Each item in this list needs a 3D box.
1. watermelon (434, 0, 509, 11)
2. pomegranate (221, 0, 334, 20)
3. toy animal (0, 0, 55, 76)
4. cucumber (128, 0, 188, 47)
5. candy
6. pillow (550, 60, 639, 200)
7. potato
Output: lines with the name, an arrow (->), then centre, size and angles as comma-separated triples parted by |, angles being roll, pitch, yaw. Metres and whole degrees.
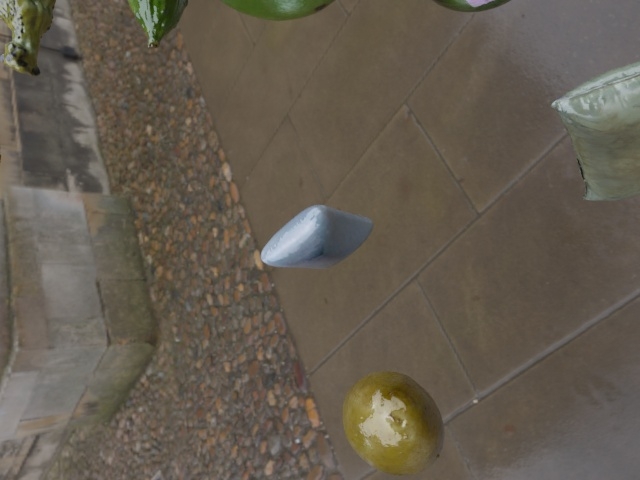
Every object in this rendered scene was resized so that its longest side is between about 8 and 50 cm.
watermelon -> 0.335, -0.667, 1.122 | 0.363, 0.364, 0.362 | -5, 83, 52
pomegranate -> -0.096, -0.395, 0.666 | 0.216, 0.359, 0.309 | 72, 178, -64
toy animal -> -0.380, -0.292, 0.623 | 0.182, 0.073, 0.136 | 30, 108, 5
cucumber -> -0.300, -0.471, 0.983 | 0.134, 0.134, 0.244 | -6, 83, 52
candy -> 0.000, 0.000, 0.879 | 0.138, 0.174, 0.071 | -39, 67, 24
pillow -> 0.406, -0.131, 0.670 | 0.185, 0.302, 0.074 | -20, 63, 25
potato -> 0.136, 0.315, 0.970 | 0.203, 0.178, 0.158 | 60, 164, 25
